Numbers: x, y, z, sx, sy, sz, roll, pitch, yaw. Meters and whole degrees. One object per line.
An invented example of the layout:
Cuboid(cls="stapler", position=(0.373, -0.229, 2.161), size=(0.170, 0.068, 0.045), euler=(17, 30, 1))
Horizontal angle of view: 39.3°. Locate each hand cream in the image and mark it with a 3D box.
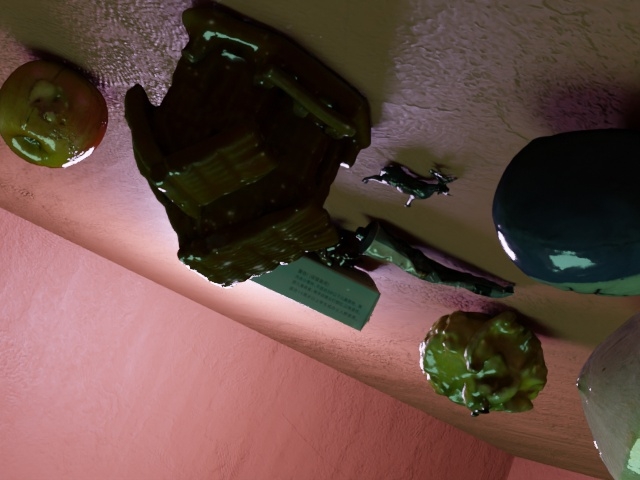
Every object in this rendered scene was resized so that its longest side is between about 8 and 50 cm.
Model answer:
Cuboid(cls="hand cream", position=(0.161, 0.031, 1.293), size=(0.248, 0.052, 0.075), euler=(21, -170, -16))

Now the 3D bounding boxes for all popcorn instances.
Cuboid(cls="popcorn", position=(0.272, 0.205, 1.490), size=(0.218, 0.169, 0.189), euler=(22, 167, -16))

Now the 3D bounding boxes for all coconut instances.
Cuboid(cls="coconut", position=(0.427, 0.187, 1.043), size=(0.247, 0.245, 0.245), euler=(18, 166, 18))

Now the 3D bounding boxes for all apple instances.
Cuboid(cls="apple", position=(-0.355, -0.161, 1.180), size=(0.146, 0.146, 0.146), euler=(21, 166, 5))

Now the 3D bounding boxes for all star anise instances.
Cuboid(cls="star anise", position=(0.000, 0.000, 1.390), size=(0.168, 0.057, 0.168), euler=(25, 176, 2))

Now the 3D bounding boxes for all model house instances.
Cuboid(cls="model house", position=(-0.078, -0.072, 0.893), size=(0.220, 0.229, 0.199), euler=(19, 172, 8))

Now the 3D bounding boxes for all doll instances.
Cuboid(cls="doll", position=(0.264, -0.009, 0.706), size=(0.258, 0.154, 0.228), euler=(3, -164, 27))

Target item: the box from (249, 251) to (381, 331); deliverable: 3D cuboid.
Cuboid(cls="box", position=(-0.039, 0.050, 1.500), size=(0.269, 0.079, 0.135), euler=(26, -171, -12))

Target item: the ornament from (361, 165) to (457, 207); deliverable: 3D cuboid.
Cuboid(cls="ornament", position=(0.105, -0.067, 1.028), size=(0.073, 0.028, 0.125), euler=(27, 167, -20))
